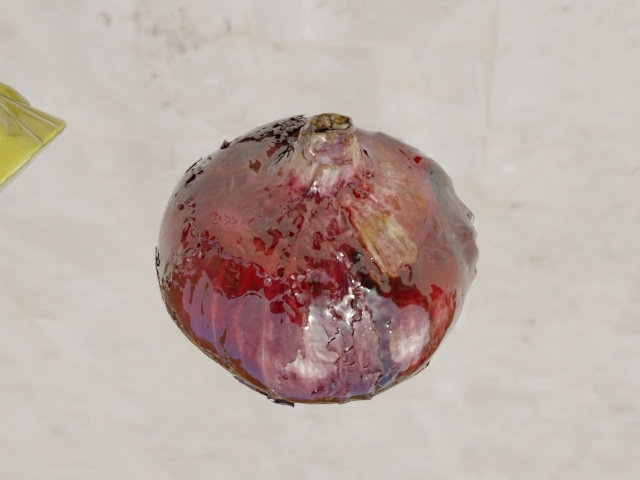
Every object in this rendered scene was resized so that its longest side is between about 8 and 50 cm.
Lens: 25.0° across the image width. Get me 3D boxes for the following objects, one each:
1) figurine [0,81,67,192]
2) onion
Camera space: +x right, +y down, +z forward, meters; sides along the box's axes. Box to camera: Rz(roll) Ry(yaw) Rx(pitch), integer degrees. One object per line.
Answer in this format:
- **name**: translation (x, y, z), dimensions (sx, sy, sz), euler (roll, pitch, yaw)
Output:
- **figurine**: translation (-0.304, -0.115, 0.752), dimensions (0.315, 0.168, 0.187), euler (47, 168, -9)
- **onion**: translation (0.000, 0.000, 1.083), dimensions (0.252, 0.252, 0.219), euler (5, 134, -6)
